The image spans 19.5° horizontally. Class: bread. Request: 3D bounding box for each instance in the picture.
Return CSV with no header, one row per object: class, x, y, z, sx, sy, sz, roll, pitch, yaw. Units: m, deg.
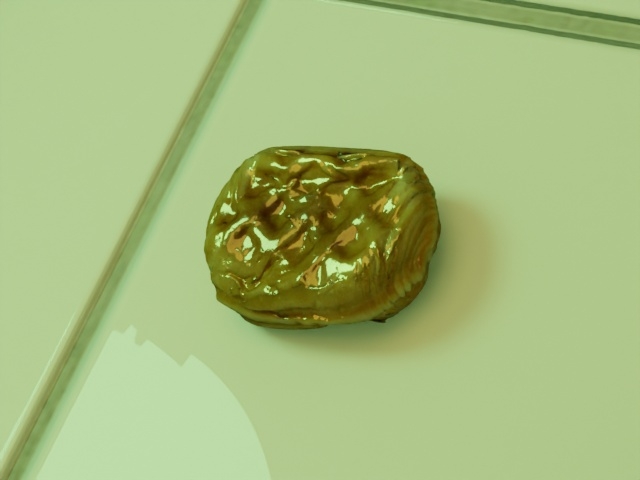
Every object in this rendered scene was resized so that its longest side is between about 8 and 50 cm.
bread,0.000,0.000,0.821,0.111,0.044,0.083,1,65,26
